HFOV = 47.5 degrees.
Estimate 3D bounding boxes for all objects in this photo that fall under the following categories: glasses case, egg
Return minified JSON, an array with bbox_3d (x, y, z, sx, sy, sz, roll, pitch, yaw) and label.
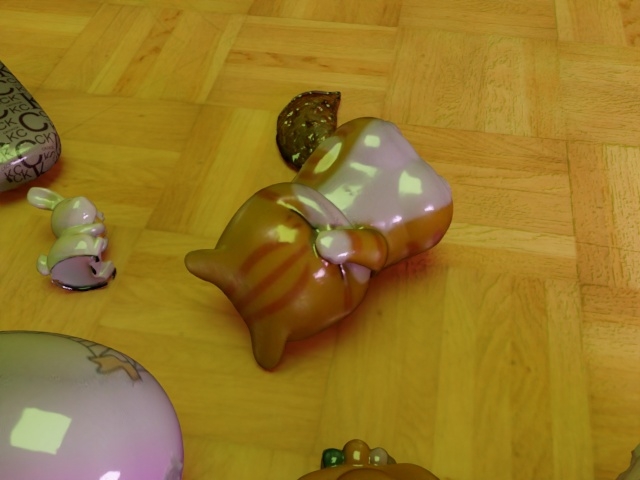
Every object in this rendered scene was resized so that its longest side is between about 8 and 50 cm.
[{"bbox_3d":[-0.465,-0.180,0.962,0.137,0.085,0.354,-30,53,-26],"label":"glasses case"},{"bbox_3d":[-0.239,0.162,0.566,0.271,0.196,0.196,11,47,25],"label":"egg"}]

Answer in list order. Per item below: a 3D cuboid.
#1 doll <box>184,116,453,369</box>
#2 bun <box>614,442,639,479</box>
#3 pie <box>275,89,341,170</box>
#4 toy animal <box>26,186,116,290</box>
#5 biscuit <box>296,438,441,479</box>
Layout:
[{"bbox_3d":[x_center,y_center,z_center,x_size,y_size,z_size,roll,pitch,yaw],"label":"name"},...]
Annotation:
[{"bbox_3d":[0.012,-0.013,0.750,0.269,0.162,0.167,-36,79,-35],"label":"doll"},{"bbox_3d":[0.343,0.257,0.440,0.352,0.227,0.349,14,48,10],"label":"bun"},{"bbox_3d":[-0.016,-0.144,0.960,0.088,0.033,0.191,-3,47,4],"label":"pie"},{"bbox_3d":[-0.272,-0.008,0.809,0.085,0.071,0.124,-19,55,8],"label":"toy animal"},{"bbox_3d":[0.040,0.234,0.588,0.170,0.050,0.170,0,46,0],"label":"biscuit"}]
